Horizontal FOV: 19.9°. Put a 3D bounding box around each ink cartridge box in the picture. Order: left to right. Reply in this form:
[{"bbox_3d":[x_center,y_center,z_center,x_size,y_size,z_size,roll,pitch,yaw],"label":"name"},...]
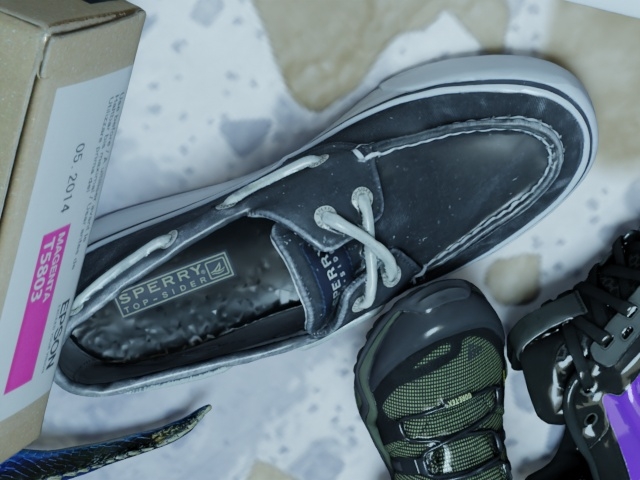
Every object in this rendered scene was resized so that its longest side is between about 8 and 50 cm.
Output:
[{"bbox_3d":[-0.204,-0.030,0.851,0.193,0.088,0.235,25,113,18],"label":"ink cartridge box"}]

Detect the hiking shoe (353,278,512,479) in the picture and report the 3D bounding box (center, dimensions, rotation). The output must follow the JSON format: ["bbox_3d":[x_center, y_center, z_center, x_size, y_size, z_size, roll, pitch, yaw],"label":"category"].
[{"bbox_3d":[0.077,0.123,0.936,0.086,0.114,0.227,-20,132,-20],"label":"hiking shoe"}]

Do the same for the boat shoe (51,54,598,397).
[{"bbox_3d":[0.000,0.000,0.907,0.301,0.102,0.108,-19,113,5],"label":"boat shoe"}]

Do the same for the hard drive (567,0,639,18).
[{"bbox_3d":[0.100,-0.225,0.851,0.318,0.040,0.210,12,112,-8],"label":"hard drive"}]

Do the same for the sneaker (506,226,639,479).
[{"bbox_3d":[0.173,0.045,0.937,0.146,0.102,0.293,9,112,-6],"label":"sneaker"}]

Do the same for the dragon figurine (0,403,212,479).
[{"bbox_3d":[-0.205,0.123,0.927,0.289,0.144,0.085,8,113,-7],"label":"dragon figurine"}]
